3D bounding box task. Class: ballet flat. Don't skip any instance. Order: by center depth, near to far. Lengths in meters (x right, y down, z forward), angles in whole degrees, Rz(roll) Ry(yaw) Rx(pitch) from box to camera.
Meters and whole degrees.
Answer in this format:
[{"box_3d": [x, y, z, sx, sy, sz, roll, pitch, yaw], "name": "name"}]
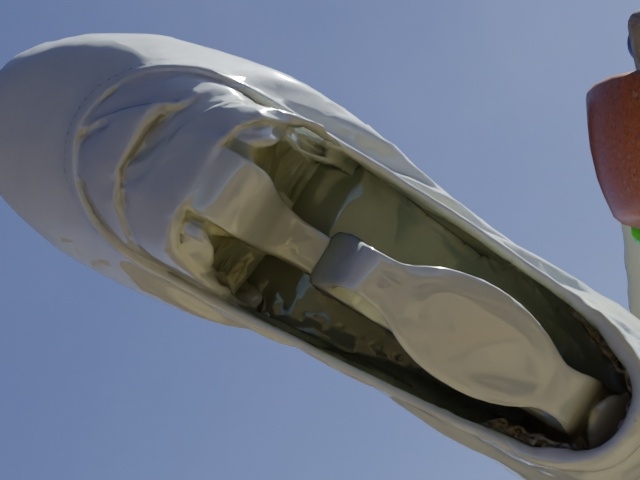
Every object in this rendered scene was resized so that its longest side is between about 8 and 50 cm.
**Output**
[{"box_3d": [0.000, 0.000, 0.939, 0.139, 0.400, 0.139, -59, -8, -13], "name": "ballet flat"}]

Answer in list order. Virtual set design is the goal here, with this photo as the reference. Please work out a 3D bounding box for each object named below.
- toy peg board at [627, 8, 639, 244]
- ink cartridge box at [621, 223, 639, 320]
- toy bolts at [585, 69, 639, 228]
[{"box_3d": [0.205, -0.062, 0.874, 0.161, 0.079, 0.160, -25, -65, -19], "name": "toy peg board"}, {"box_3d": [0.285, -0.045, 1.282, 0.212, 0.093, 0.154, -52, -37, -35], "name": "ink cartridge box"}, {"box_3d": [0.178, -0.026, 0.434, 0.229, 0.158, 0.218, 0, -2, 10], "name": "toy bolts"}]
